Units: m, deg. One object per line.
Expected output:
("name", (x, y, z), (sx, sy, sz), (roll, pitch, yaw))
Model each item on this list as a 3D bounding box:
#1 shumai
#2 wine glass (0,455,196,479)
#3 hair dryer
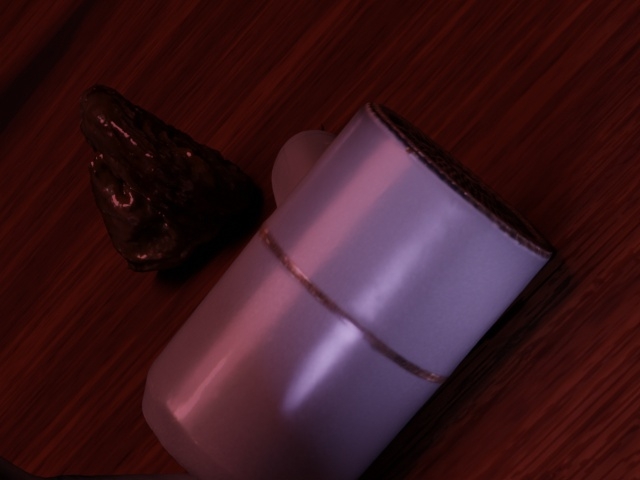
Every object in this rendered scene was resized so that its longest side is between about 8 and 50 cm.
("shumai", (-0.109, -0.036, 1.062), (0.139, 0.123, 0.105), (2, 68, 48))
("wine glass", (-0.145, 0.117, 0.811), (0.122, 0.183, 0.122), (-41, 23, 22))
("hair dryer", (0.000, 0.000, 0.847), (0.173, 0.107, 0.357), (-49, 13, 10))
